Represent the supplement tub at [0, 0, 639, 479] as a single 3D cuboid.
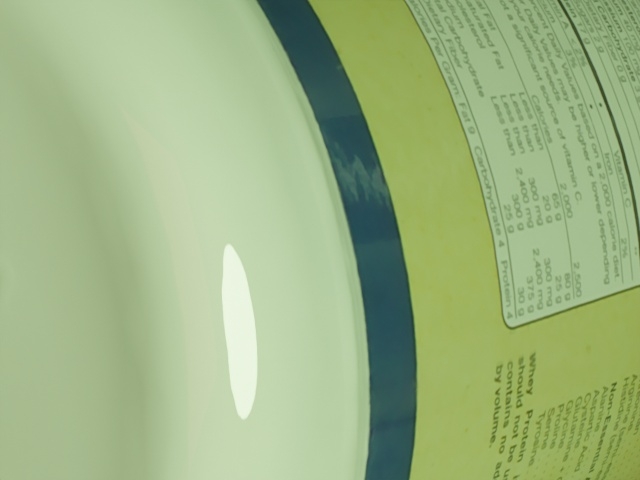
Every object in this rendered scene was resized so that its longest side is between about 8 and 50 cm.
[{"bbox_3d":[0.000,0.000,0.500,0.228,0.316,0.228,8,103,38],"label":"supplement tub"}]
